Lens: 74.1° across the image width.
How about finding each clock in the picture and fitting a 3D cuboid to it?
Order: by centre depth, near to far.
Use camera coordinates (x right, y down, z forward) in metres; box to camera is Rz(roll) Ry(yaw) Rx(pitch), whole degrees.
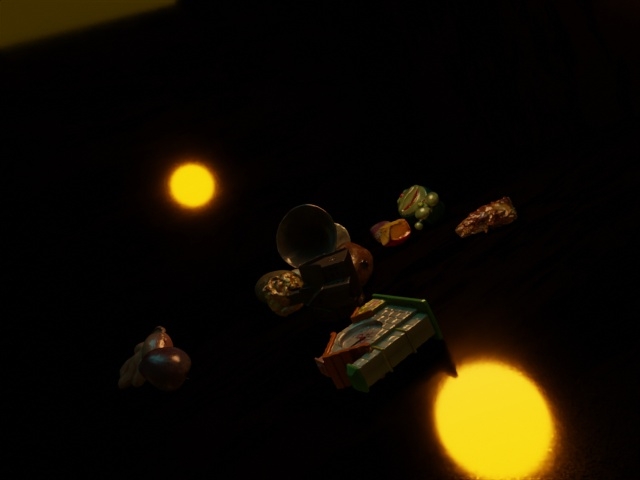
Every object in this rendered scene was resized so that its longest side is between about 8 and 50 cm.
[{"bbox_3d":[0.121,0.244,1.027,0.255,0.106,0.219,-30,10,-25],"label":"clock"}]

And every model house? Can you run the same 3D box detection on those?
[{"bbox_3d":[0.000,0.172,1.403,0.243,0.212,0.204,-18,9,14],"label":"model house"}]

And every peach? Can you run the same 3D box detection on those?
[{"bbox_3d":[0.347,-0.035,1.965,0.151,0.118,0.151,-55,24,39],"label":"peach"}]

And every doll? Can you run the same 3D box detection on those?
[{"bbox_3d":[-0.709,0.508,1.756,0.303,0.156,0.201,-41,45,20],"label":"doll"},{"bbox_3d":[0.498,-0.163,2.100,0.199,0.186,0.322,-54,24,10],"label":"doll"}]

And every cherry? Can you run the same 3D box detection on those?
[{"bbox_3d":[-0.539,0.444,1.488,0.140,0.176,0.176,-56,10,1],"label":"cherry"}]

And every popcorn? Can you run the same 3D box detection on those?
[{"bbox_3d":[-0.140,0.216,1.715,0.179,0.180,0.170,-24,-24,8],"label":"popcorn"}]

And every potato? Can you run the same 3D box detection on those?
[{"bbox_3d":[-0.197,0.214,1.907,0.251,0.159,0.174,-4,-6,36],"label":"potato"}]

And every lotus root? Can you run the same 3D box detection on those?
[{"bbox_3d":[0.107,0.115,1.639,0.193,0.193,0.291,-20,5,27],"label":"lotus root"}]

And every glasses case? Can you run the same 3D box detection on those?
[{"bbox_3d":[0.327,-0.046,2.200,0.123,0.076,0.316,-24,9,3],"label":"glasses case"}]

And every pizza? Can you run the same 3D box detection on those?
[{"bbox_3d":[0.656,-0.099,1.616,0.289,0.082,0.228,-26,9,-13],"label":"pizza"}]

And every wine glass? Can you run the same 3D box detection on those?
[{"bbox_3d":[0.000,0.000,1.892,0.266,0.267,0.406,-23,-10,15],"label":"wine glass"}]

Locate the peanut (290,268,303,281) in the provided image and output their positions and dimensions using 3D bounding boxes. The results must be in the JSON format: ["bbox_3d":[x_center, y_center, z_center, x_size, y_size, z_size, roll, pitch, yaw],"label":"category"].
[{"bbox_3d":[-0.072,0.163,2.058,0.206,0.087,0.087,-20,10,22],"label":"peanut"}]
